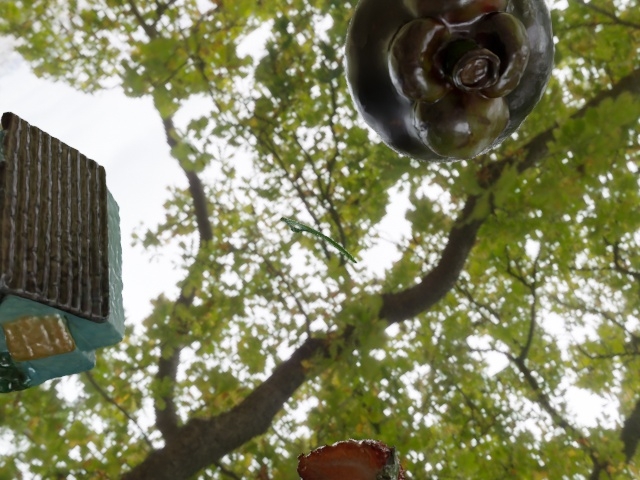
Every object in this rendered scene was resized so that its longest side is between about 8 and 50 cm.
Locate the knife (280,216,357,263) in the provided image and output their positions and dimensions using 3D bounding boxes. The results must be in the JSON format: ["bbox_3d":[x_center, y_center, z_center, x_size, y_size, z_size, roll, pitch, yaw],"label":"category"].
[{"bbox_3d":[0.001,-0.002,1.292,0.166,0.078,0.022,27,-93,24],"label":"knife"}]

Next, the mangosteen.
[{"bbox_3d":[0.164,-0.220,0.864,0.288,0.233,0.287,-30,-126,53],"label":"mangosteen"}]

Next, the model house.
[{"bbox_3d":[-0.393,0.013,0.889,0.230,0.248,0.280,-14,-121,0],"label":"model house"}]

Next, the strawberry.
[{"bbox_3d":[0.064,0.475,1.350,0.228,0.098,0.174,-14,-117,31],"label":"strawberry"}]
